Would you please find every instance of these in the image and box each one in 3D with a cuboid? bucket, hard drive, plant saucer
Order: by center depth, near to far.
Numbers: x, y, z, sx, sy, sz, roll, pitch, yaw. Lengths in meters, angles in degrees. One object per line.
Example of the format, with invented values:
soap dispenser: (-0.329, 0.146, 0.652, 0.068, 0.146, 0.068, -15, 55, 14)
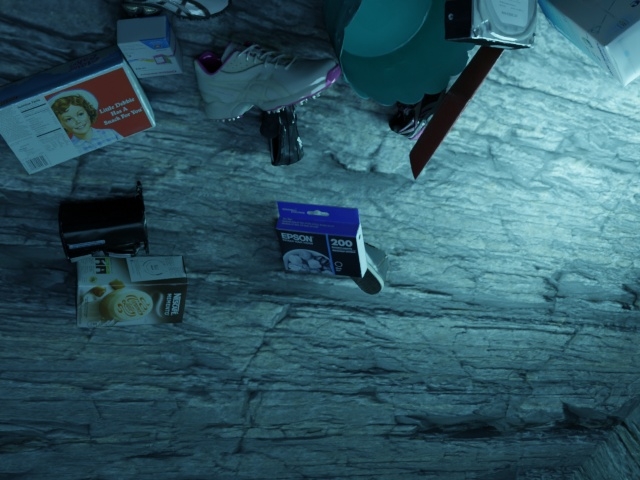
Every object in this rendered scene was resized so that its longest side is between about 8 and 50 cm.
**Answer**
hard drive: (0.308, -0.517, 1.260, 0.237, 0.064, 0.338, -9, 102, -47)
bucket: (0.143, -0.415, 1.375, 0.281, 0.183, 0.281, -11, 134, -11)
plant saucer: (0.280, -0.284, 1.491, 0.048, 0.258, 0.259, 35, 146, 3)

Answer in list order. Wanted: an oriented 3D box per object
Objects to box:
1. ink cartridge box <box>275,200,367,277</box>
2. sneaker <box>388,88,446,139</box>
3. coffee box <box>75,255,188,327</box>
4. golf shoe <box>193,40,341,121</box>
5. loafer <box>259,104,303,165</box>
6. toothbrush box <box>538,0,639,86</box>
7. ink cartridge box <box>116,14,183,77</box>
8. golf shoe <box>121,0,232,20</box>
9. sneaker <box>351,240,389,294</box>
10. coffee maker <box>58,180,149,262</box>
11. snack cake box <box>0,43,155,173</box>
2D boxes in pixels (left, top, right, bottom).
ink cartridge box: (0.000, 0.000, 1.732, 0.206, 0.045, 0.208, 6, 136, 17)
sneaker: (0.212, -0.300, 1.586, 0.077, 0.072, 0.178, 8, 126, -26)
coffee box: (-0.447, 0.119, 1.693, 0.247, 0.098, 0.141, -1, 131, -21)
golf shoe: (-0.112, -0.314, 1.351, 0.306, 0.115, 0.140, -6, 121, 27)
loafer: (-0.091, -0.244, 1.514, 0.078, 0.076, 0.223, -25, 139, -11)
toothbrush box: (0.589, -0.476, 1.413, 0.216, 0.295, 0.126, -37, 134, 15)
ink cartridge box: (-0.308, -0.350, 1.305, 0.089, 0.052, 0.122, -6, 165, 2)
golf shoe: (-0.252, -0.444, 1.269, 0.198, 0.077, 0.093, -5, 132, -18)
sneaker: (0.093, 0.026, 1.845, 0.083, 0.118, 0.222, -26, 109, 31)
coffee maker: (-0.468, -0.042, 1.543, 0.178, 0.120, 0.171, -8, 110, -16)
snack cake box: (-0.466, -0.249, 1.356, 0.265, 0.089, 0.152, -21, 133, -2)
